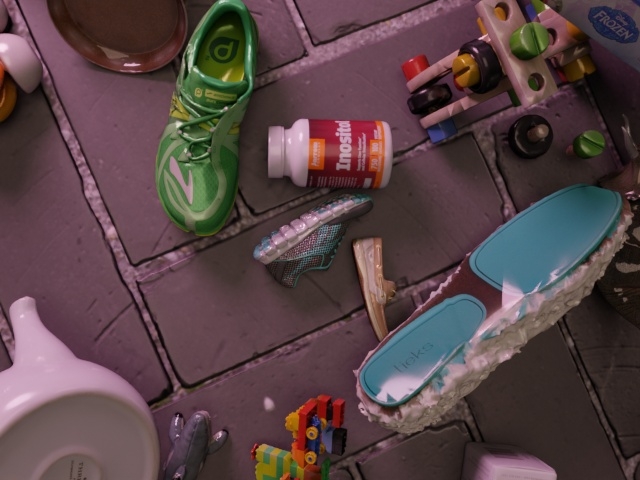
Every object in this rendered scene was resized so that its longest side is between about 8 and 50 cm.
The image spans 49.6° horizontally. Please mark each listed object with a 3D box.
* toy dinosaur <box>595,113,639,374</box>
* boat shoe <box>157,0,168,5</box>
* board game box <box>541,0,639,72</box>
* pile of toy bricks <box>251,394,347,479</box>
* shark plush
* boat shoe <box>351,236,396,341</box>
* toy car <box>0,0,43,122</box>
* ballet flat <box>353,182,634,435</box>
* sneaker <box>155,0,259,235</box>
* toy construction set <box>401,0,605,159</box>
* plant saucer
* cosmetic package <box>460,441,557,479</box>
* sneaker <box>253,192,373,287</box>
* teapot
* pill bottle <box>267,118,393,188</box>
[{"bbox_3d":[0.420,0.011,0.906,0.160,0.121,0.314,16,91,7],"label":"toy dinosaur"},{"bbox_3d":[-0.322,-0.374,0.830,0.340,0.122,0.110,17,104,-5],"label":"boat shoe"},{"bbox_3d":[0.357,-0.350,0.809,0.318,0.066,0.318,23,59,-26],"label":"board game box"},{"bbox_3d":[-0.040,0.284,0.852,0.105,0.118,0.212,9,104,22],"label":"pile of toy bricks"},{"bbox_3d":[-0.178,0.280,0.844,0.073,0.067,0.161,33,85,-4],"label":"shark plush"},{"bbox_3d":[0.074,0.060,0.886,0.045,0.050,0.136,-13,89,-1],"label":"boat shoe"},{"bbox_3d":[-0.433,-0.223,0.805,0.159,0.136,0.182,-32,91,-6],"label":"toy car"},{"bbox_3d":[0.217,0.092,0.871,0.409,0.147,0.147,-38,92,-3],"label":"ballet flat"},{"bbox_3d":[-0.140,-0.154,0.838,0.109,0.123,0.296,8,87,-6],"label":"sneaker"},{"bbox_3d":[0.240,-0.263,0.822,0.257,0.237,0.309,-1,87,-5],"label":"toy construction set"},{"bbox_3d":[-0.242,-0.279,0.834,0.168,0.168,0.029,7,48,-5],"label":"plant saucer"},{"bbox_3d":[0.218,0.380,0.854,0.085,0.117,0.231,8,88,-4],"label":"cosmetic package"},{"bbox_3d":[0.000,0.000,0.885,0.166,0.065,0.076,-31,107,-3],"label":"sneaker"},{"bbox_3d":[-0.318,0.245,0.780,0.256,0.187,0.253,-51,127,-23],"label":"teapot"},{"bbox_3d":[0.010,-0.108,0.869,0.151,0.086,0.086,0,88,-5],"label":"pill bottle"}]
